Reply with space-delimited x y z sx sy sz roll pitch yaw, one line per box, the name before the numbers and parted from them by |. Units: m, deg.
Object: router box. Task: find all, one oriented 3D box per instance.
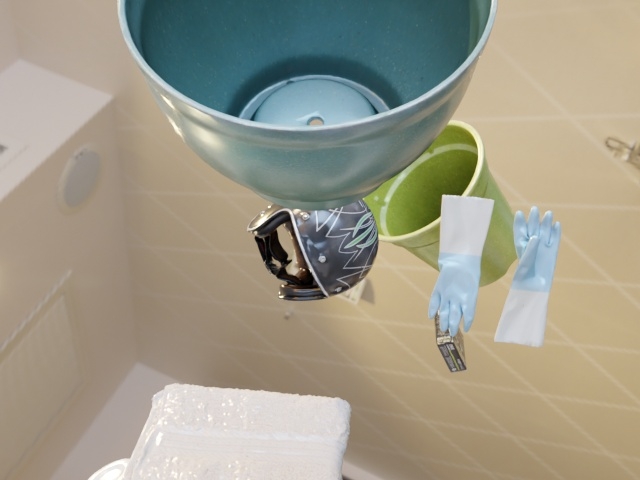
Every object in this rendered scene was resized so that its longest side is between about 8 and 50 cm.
router box | 0.283 0.218 1.667 0.122 0.038 0.092 58 -156 -43

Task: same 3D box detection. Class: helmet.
helmet | 0.000 0.000 1.033 0.169 0.161 0.169 19 -115 -48

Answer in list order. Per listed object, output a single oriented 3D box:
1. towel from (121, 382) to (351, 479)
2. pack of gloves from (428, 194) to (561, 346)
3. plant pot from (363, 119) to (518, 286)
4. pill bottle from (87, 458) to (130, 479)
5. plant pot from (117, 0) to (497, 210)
towel | -0.104 0.271 1.006 0.187 0.282 0.049 -79 -12 -53
pack of gloves | 0.277 0.053 1.206 0.046 0.195 0.232 -95 11 -80
plant pot | 0.259 -0.046 1.484 0.254 0.276 0.276 41 -114 -33
pill bottle | -0.345 0.508 1.398 0.193 0.108 0.108 67 -151 -16
plant pot | -0.007 -0.148 0.672 0.196 0.293 0.293 87 -152 -58
